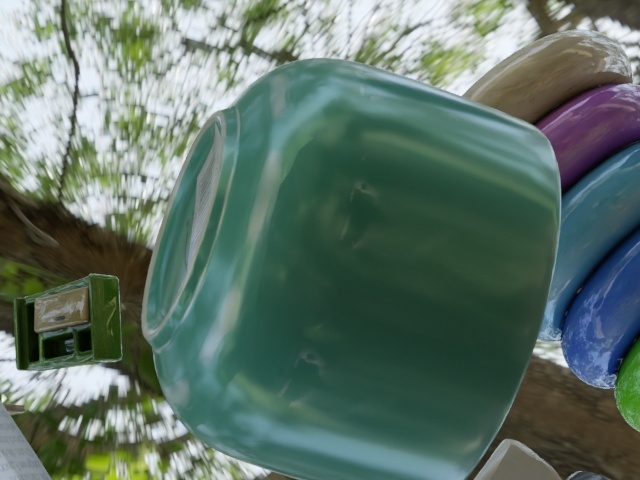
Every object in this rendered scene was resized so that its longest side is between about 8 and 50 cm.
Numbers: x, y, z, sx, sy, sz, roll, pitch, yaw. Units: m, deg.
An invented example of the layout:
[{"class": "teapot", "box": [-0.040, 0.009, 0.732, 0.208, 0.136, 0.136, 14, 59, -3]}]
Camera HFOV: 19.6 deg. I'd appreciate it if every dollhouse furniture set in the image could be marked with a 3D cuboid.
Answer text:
[{"class": "dollhouse furniture set", "box": [-0.160, 0.037, 0.768, 0.151, 0.058, 0.076, 7, -105, -43]}]

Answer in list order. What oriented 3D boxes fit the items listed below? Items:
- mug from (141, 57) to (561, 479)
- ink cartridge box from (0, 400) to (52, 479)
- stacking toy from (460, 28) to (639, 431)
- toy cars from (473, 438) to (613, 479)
[{"class": "mug", "box": [-0.001, 0.009, 0.589, 0.097, 0.158, 0.129, 17, -93, -15]}, {"class": "ink cartridge box", "box": [-0.113, 0.165, 0.417, 0.223, 0.045, 0.224, -41, -103, 17]}, {"class": "stacking toy", "box": [0.191, 0.053, 0.870, 0.141, 0.141, 0.330, -40, -113, -6]}, {"class": "toy cars", "box": [0.217, 0.176, 0.745, 0.393, 0.087, 0.176, 2, -112, -10]}]
